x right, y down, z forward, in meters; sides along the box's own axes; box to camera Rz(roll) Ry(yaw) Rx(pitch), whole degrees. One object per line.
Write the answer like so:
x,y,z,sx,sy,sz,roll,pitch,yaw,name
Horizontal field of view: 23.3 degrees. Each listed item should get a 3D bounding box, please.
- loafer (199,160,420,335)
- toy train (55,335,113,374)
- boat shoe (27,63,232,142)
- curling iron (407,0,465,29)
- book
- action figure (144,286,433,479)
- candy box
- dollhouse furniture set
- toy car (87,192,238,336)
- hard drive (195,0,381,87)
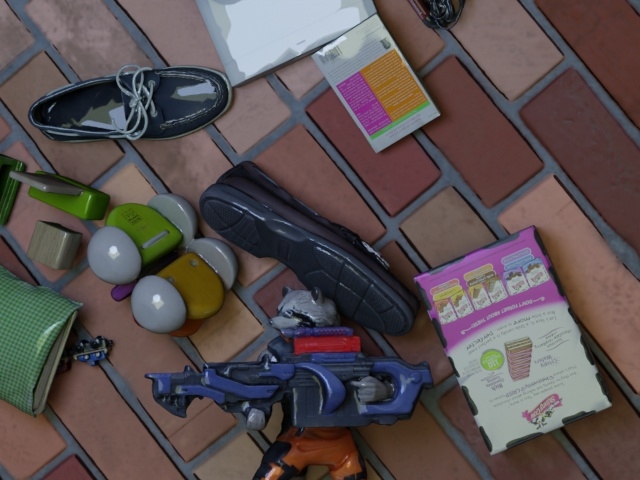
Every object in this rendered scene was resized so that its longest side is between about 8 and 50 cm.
0.000,0.000,1.885,0.303,0.109,0.095,31,55,7,loafer
-0.338,0.155,1.989,0.158,0.027,0.036,-14,92,11,toy train
-0.239,-0.171,1.933,0.255,0.079,0.095,-2,91,11,boat shoe
0.083,-0.370,1.889,0.068,0.035,0.274,-39,85,5,curling iron
0.068,-0.190,1.880,0.096,0.035,0.144,-31,101,13,book
-0.056,0.213,1.856,0.341,0.178,0.330,8,93,-15,action figure
0.231,0.118,1.856,0.159,0.071,0.233,-23,87,10,candy box
-0.413,0.050,1.914,0.198,0.151,0.301,22,96,26,dollhouse furniture set
-0.205,0.041,1.916,0.182,0.159,0.136,47,136,6,toy car
-0.076,-0.370,1.917,0.203,0.040,0.307,-24,88,11,hard drive
